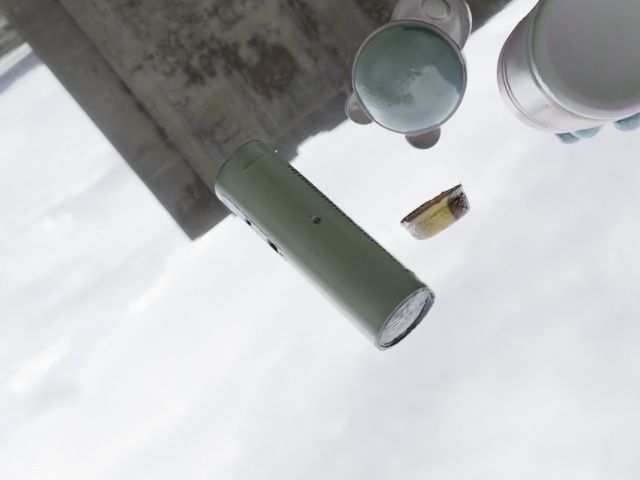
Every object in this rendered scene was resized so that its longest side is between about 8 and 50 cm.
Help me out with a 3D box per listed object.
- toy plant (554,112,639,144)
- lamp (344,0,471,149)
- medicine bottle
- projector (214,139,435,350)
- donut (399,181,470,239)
[{"bbox_3d":[0.633,-0.346,2.026,0.247,0.247,0.332,-16,-148,44],"label":"toy plant"},{"bbox_3d":[0.145,-0.271,1.348,0.108,0.179,0.246,-66,178,-69],"label":"lamp"},{"bbox_3d":[0.369,-0.259,1.244,0.202,0.202,0.316,-35,-179,5],"label":"medicine bottle"},{"bbox_3d":[0.000,0.000,1.180,0.108,0.108,0.337,-42,-117,-12],"label":"projector"},{"bbox_3d":[0.265,-0.061,2.000,0.166,0.073,0.184,-37,-176,-25],"label":"donut"}]
